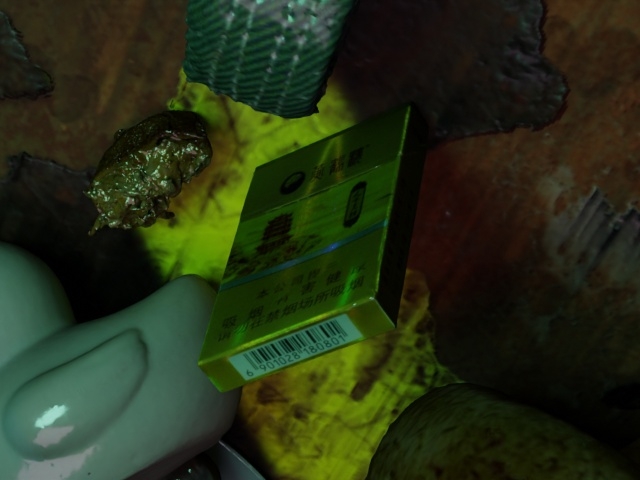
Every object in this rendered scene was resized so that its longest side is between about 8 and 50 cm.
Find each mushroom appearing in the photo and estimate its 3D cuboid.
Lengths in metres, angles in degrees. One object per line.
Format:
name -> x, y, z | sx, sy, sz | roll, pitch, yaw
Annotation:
mushroom -> 0.196, 0.172, 1.088 | 0.331, 0.334, 0.356 | 15, 94, -30

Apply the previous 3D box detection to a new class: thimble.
thimble -> -0.019, -0.143, 0.965 | 0.090, 0.118, 0.135 | 23, 144, 0

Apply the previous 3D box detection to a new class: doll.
doll -> -0.185, 0.085, 1.153 | 0.251, 0.221, 0.221 | -25, 121, 2

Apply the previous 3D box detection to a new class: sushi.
sushi -> -0.114, -0.041, 1.098 | 0.061, 0.060, 0.118 | 25, 129, -14

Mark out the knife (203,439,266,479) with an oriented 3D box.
knife -> -0.032, 0.276, 1.342 | 0.080, 0.044, 0.331 | -3, 123, 19

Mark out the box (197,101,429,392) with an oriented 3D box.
box -> 0.000, 0.000, 1.020 | 0.121, 0.193, 0.030 | -22, 122, 25

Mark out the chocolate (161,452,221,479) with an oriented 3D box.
chocolate -> -0.131, 0.205, 1.275 | 0.072, 0.072, 0.167 | 37, 131, -17
